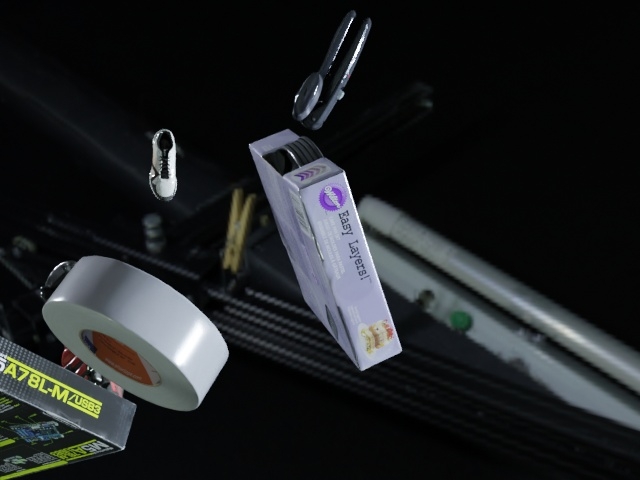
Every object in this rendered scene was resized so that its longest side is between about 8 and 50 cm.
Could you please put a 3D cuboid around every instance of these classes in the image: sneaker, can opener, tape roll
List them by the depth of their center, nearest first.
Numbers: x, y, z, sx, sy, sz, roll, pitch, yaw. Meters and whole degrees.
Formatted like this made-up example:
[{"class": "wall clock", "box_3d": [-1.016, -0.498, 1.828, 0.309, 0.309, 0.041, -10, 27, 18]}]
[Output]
[{"class": "tape roll", "box_3d": [-0.222, 0.114, 1.250, 0.219, 0.219, 0.072, 19, -121, 23]}, {"class": "can opener", "box_3d": [0.020, -0.242, 1.482, 0.059, 0.073, 0.186, 33, -98, -6]}, {"class": "sneaker", "box_3d": [-0.319, 0.156, 1.521, 0.097, 0.135, 0.276, -40, -128, 23]}, {"class": "sneaker", "box_3d": [-0.232, -0.112, 1.524, 0.040, 0.044, 0.109, -3, -97, -12]}]

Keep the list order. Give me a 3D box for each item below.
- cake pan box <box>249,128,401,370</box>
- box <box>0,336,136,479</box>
[{"class": "cake pan box", "box_3d": [0.000, 0.000, 1.329, 0.070, 0.267, 0.246, -24, -158, -11]}, {"class": "box", "box_3d": [-0.272, 0.126, 0.805, 0.190, 0.184, 0.045, -23, -133, 41]}]
